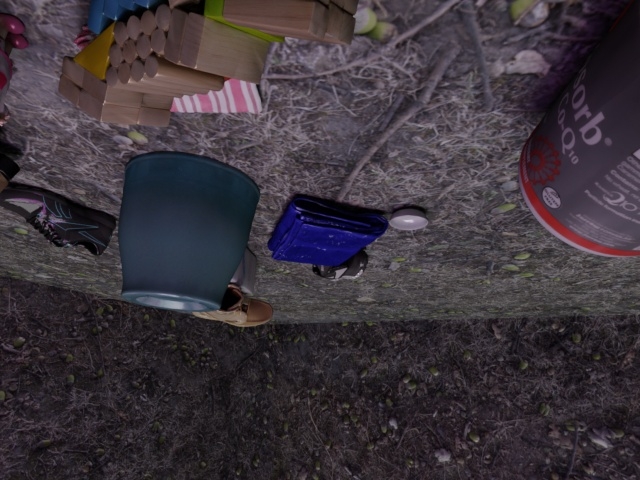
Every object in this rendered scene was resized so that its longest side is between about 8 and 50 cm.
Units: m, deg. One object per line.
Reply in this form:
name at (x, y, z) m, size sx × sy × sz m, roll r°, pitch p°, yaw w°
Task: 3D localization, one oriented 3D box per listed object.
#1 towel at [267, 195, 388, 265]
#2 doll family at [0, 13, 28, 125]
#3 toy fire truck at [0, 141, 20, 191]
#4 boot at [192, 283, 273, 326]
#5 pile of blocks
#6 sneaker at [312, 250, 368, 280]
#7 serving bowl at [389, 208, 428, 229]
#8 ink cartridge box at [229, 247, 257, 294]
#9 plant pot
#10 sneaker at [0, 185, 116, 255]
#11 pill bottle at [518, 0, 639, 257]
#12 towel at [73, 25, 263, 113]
towel at (0.000, 0.000, 0.994) m, size 0.228 × 0.076 × 0.308 m, roll 13°, pitch 160°, yaw -14°
doll family at (-0.369, -0.201, 0.373) m, size 0.119 × 0.163 × 0.263 m, roll 14°, pitch 159°, yaw -25°
toy fire truck at (-0.677, -0.156, 0.644) m, size 0.247 × 0.158 × 0.217 m, roll 26°, pitch 153°, yaw -3°
boot at (-0.246, 0.195, 1.216) m, size 0.262 × 0.095 × 0.203 m, roll 14°, pitch 157°, yaw -20°
pile of blocks at (-0.110, -0.211, 0.389) m, size 0.363 × 0.148 × 0.113 m, roll -6°, pitch -174°, yaw 32°
sneaker at (0.049, 0.076, 1.214) m, size 0.106 × 0.078 × 0.234 m, roll 11°, pitch 162°, yaw -26°
serving bowl at (0.194, -0.050, 0.895) m, size 0.084 × 0.027 × 0.083 m, roll 3°, pitch 161°, yaw 1°
ink cartridge box at (-0.335, 0.065, 1.187) m, size 0.226 × 0.131 × 0.306 m, roll 1°, pitch 159°, yaw 8°
plant pot at (-0.270, 0.004, 0.807) m, size 0.272 × 0.255 × 0.271 m, roll 3°, pitch 160°, yaw 1°
sneaker at (-0.630, -0.045, 0.971) m, size 0.101 × 0.106 × 0.267 m, roll -11°, pitch 155°, yaw 40°
pill bottle at (0.347, -0.132, 0.355) m, size 0.211 × 0.210 × 0.363 m, roll 3°, pitch 160°, yaw 4°
towel at (-0.181, -0.209, 0.519) m, size 0.197 × 0.029 × 0.144 m, roll 2°, pitch 161°, yaw 6°
